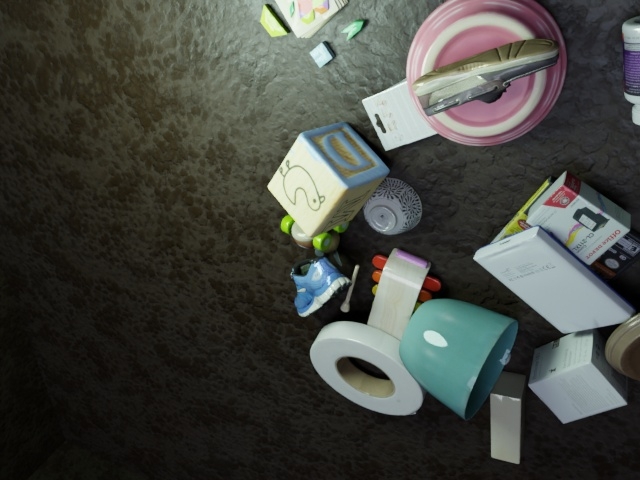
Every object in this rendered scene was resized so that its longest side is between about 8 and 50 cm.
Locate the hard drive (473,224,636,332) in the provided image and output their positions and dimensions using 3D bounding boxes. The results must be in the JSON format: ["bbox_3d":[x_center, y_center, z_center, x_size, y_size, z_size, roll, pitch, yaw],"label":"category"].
[{"bbox_3d":[0.554,0.102,1.372,0.318,0.040,0.210,38,151,-11],"label":"hard drive"}]

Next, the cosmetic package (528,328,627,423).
[{"bbox_3d":[0.667,0.348,1.485,0.151,0.151,0.183,47,129,-7],"label":"cosmetic package"}]

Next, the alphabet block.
[{"bbox_3d":[0.020,-0.156,1.454,0.192,0.193,0.197,51,133,15],"label":"alphabet block"}]

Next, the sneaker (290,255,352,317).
[{"bbox_3d":[-0.015,0.126,1.711,0.147,0.129,0.330,56,154,8],"label":"sneaker"}]

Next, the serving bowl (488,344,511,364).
[{"bbox_3d":[0.502,0.333,1.648,0.083,0.027,0.083,14,125,20],"label":"serving bowl"}]

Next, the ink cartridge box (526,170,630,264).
[{"bbox_3d":[0.574,-0.049,1.276,0.175,0.072,0.127,35,131,3],"label":"ink cartridge box"}]

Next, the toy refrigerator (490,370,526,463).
[{"bbox_3d":[0.552,0.524,1.700,0.094,0.102,0.270,5,123,26],"label":"toy refrigerator"}]

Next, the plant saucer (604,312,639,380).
[{"bbox_3d":[0.814,0.246,1.337,0.277,0.041,0.278,0,131,0],"label":"plant saucer"}]

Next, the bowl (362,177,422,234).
[{"bbox_3d":[0.176,-0.074,1.521,0.170,0.080,0.170,15,127,21],"label":"bowl"}]

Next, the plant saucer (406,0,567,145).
[{"bbox_3d":[0.343,-0.352,1.211,0.331,0.084,0.332,8,120,14],"label":"plant saucer"}]

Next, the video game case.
[{"bbox_3d":[0.589,0.013,1.383,0.274,0.035,0.248,34,130,4],"label":"video game case"}]

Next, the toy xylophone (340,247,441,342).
[{"bbox_3d":[0.195,0.163,1.668,0.236,0.081,0.323,29,130,9],"label":"toy xylophone"}]

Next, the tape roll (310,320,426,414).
[{"bbox_3d":[0.153,0.408,1.810,0.391,0.072,0.392,20,141,17],"label":"tape roll"}]

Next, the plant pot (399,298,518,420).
[{"bbox_3d":[0.356,0.291,1.545,0.235,0.293,0.293,27,131,29],"label":"plant pot"}]

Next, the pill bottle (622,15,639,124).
[{"bbox_3d":[0.633,-0.323,1.084,0.108,0.108,0.194,-1,120,29],"label":"pill bottle"}]

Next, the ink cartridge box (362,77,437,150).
[{"bbox_3d":[0.208,-0.309,1.377,0.179,0.045,0.146,-13,114,40],"label":"ink cartridge box"}]

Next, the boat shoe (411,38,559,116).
[{"bbox_3d":[0.325,-0.317,1.132,0.285,0.103,0.092,-11,120,28],"label":"boat shoe"}]

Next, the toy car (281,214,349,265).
[{"bbox_3d":[0.000,0.000,1.640,0.155,0.149,0.188,26,149,35],"label":"toy car"}]

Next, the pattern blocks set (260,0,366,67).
[{"bbox_3d":[-0.041,-0.584,1.335,0.325,0.026,0.285,45,131,-5],"label":"pattern blocks set"}]
